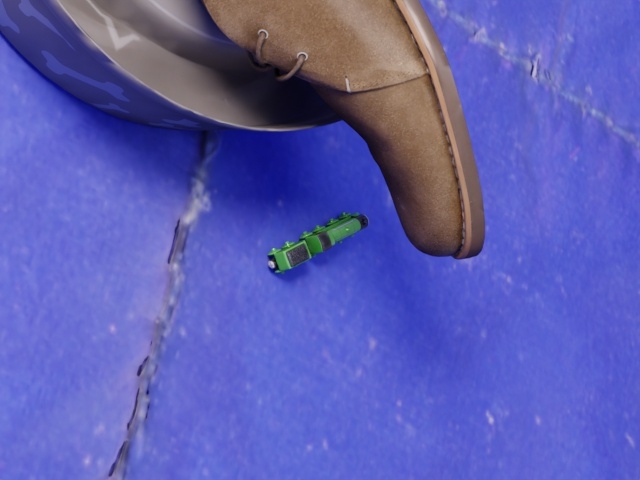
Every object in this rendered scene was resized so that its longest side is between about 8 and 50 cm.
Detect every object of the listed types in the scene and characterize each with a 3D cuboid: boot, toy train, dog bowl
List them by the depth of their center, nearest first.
[{"bbox_3d":[0.000,-0.115,0.858,0.115,0.112,0.305,-27,105,-10],"label":"boot"},{"bbox_3d":[-0.075,-0.224,0.927,0.349,0.102,0.348,10,75,-40],"label":"dog bowl"},{"bbox_3d":[0.000,0.000,0.994,0.083,0.024,0.017,-28,99,-40],"label":"toy train"}]
